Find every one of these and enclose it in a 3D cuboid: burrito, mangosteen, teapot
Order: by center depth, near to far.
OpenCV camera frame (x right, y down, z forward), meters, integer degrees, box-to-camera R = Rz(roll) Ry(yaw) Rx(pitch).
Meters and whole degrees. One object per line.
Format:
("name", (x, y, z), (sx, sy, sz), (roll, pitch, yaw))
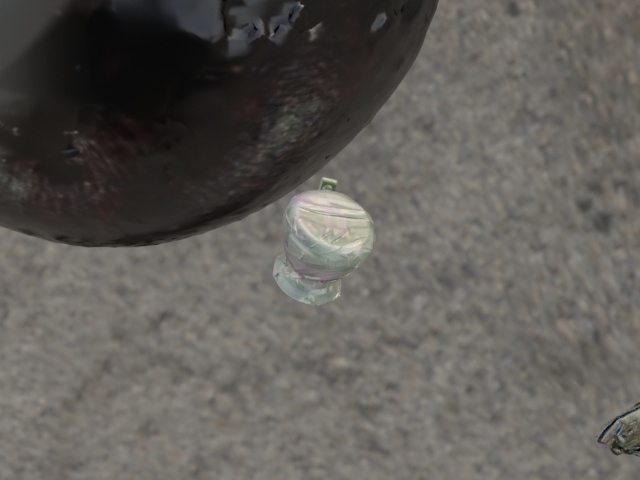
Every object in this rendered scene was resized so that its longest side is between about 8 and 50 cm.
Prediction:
("mangosteen", (-0.060, -0.118, 0.526), (0.211, 0.211, 0.250), (-11, 31, 13))
("teapot", (0.000, 0.000, 1.152), (0.064, 0.064, 0.083), (14, 44, -11))
("burrito", (0.312, 0.136, 1.442), (0.171, 0.051, 0.042), (-31, 68, -3))
